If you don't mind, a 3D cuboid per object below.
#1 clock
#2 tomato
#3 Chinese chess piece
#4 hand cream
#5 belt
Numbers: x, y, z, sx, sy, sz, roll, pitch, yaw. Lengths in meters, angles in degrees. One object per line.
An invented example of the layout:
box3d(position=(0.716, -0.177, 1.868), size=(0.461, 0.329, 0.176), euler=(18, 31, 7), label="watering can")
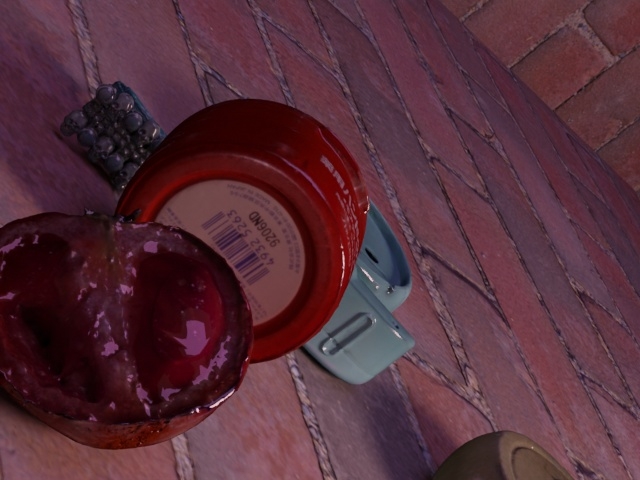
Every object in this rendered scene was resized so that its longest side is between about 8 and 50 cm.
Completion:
box3d(position=(0.000, 0.000, 1.512), size=(0.223, 0.094, 0.274), euler=(48, 19, -15), label="clock")
box3d(position=(-0.143, 0.070, 1.028), size=(0.189, 0.099, 0.173), euler=(5, 51, -10), label="tomato")
box3d(position=(0.199, 0.287, 1.443), size=(0.238, 0.092, 0.238), euler=(45, 20, -21), label="Chinese chess piece")
box3d(position=(-0.062, -0.007, 1.214), size=(0.193, 0.193, 0.125), euler=(48, 21, -11), label="hand cream")
box3d(position=(-0.138, -0.057, 1.339), size=(0.179, 0.065, 0.100), euler=(49, 8, -6), label="belt")
